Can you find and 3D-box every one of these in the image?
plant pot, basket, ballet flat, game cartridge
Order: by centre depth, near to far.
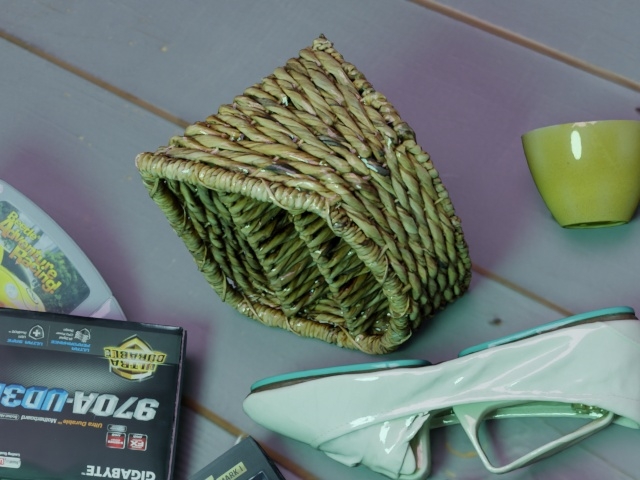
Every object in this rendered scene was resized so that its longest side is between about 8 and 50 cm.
[{"bbox_3d":[0.122,0.162,1.432,0.400,0.139,0.139,-12,56,10],"label":"ballet flat"},{"bbox_3d":[0.000,0.000,1.457,0.223,0.299,0.213,-35,56,-7],"label":"basket"},{"bbox_3d":[0.271,-0.062,1.520,0.134,0.134,0.095,-4,83,16],"label":"plant pot"},{"bbox_3d":[-0.341,0.058,1.598,0.294,0.060,0.196,45,71,2],"label":"game cartridge"}]

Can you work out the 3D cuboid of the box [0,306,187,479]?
[{"bbox_3d":[-0.252,0.163,1.523,0.220,0.051,0.175,8,67,-8],"label":"box"}]

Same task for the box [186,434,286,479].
[{"bbox_3d":[-0.109,0.324,1.438,0.233,0.059,0.183,-36,55,-4],"label":"box"}]

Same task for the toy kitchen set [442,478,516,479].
[{"bbox_3d":[0.074,0.287,1.304,0.122,0.166,0.207,44,68,-11],"label":"toy kitchen set"}]
